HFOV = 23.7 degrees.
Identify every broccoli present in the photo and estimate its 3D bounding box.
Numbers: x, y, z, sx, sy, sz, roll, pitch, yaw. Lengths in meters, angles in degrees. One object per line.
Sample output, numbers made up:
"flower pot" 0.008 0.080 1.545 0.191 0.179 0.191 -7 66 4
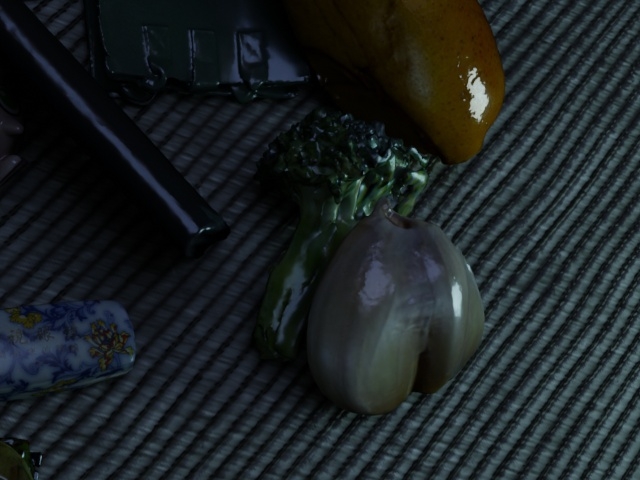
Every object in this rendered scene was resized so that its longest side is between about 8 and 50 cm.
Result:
"broccoli" 0.012 -0.002 1.655 0.198 0.177 0.275 6 95 -56

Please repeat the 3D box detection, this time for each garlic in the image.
"garlic" 0.084 0.080 1.584 0.217 0.110 0.228 -31 125 -26

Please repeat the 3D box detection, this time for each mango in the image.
"mango" 0.069 -0.247 1.718 0.199 0.201 0.350 -37 111 2

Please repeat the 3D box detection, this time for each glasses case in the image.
"glasses case" -0.304 0.111 1.493 0.248 0.065 0.087 -7 74 -26

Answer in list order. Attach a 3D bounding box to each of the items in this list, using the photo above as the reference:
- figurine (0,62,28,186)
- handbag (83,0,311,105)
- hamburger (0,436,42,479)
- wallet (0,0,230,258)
"figurine" -0.352 -0.118 1.535 0.125 0.125 0.138 -38 94 -30
"handbag" -0.144 -0.277 1.713 0.247 0.079 0.260 0 72 -24
"hamburger" -0.351 0.263 1.393 0.183 0.130 0.206 10 47 -20
"wallet" -0.247 -0.145 1.540 0.062 0.228 0.406 -43 89 -3
